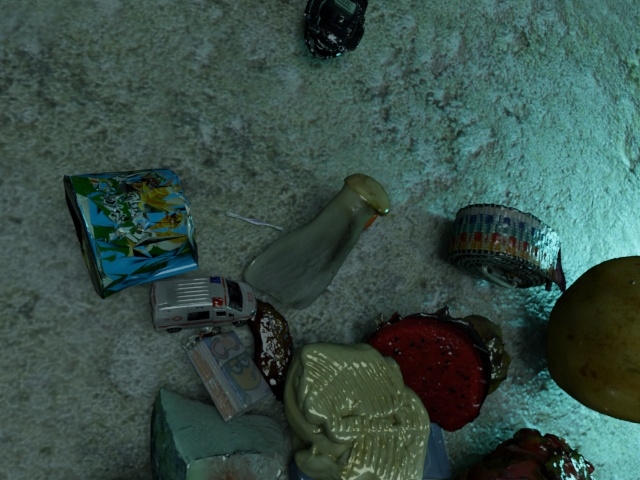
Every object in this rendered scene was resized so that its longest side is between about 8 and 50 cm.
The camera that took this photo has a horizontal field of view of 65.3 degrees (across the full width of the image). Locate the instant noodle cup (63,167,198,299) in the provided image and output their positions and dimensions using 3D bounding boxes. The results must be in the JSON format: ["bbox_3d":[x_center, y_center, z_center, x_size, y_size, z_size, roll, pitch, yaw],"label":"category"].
[{"bbox_3d":[-0.337,-0.026,0.902,0.178,0.240,0.240,-18,91,-28],"label":"instant noodle cup"}]

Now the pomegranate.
[{"bbox_3d":[0.753,0.236,1.185,0.416,0.416,0.417,2,83,-21],"label":"pomegranate"}]

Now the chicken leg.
[{"bbox_3d":[-0.109,0.223,1.045,0.105,0.063,0.234,0,82,-26],"label":"chicken leg"}]

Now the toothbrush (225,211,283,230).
[{"bbox_3d":[-0.143,-0.042,1.085,0.131,0.013,0.011,17,69,-18],"label":"toothbrush"}]

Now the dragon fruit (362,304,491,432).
[{"bbox_3d":[0.249,0.267,1.128,0.343,0.100,0.282,33,115,-12],"label":"dragon fruit"}]

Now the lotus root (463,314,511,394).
[{"bbox_3d":[0.404,0.288,1.230,0.183,0.078,0.204,40,70,-14],"label":"lotus root"}]

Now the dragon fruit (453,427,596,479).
[{"bbox_3d":[0.496,0.580,1.156,0.314,0.296,0.263,59,35,-3],"label":"dragon fruit"}]

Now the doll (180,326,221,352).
[{"bbox_3d":[-0.238,0.195,1.009,0.058,0.040,0.085,29,70,-3],"label":"doll"}]

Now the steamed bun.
[{"bbox_3d":[0.053,0.356,0.996,0.289,0.203,0.276,20,57,-1],"label":"steamed bun"}]

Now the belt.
[{"bbox_3d":[0.441,0.034,1.206,0.295,0.206,0.161,25,71,-32],"label":"belt"}]

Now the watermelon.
[{"bbox_3d":[-0.171,0.431,0.933,0.258,0.228,0.387,-27,100,-31],"label":"watermelon"}]

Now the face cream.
[{"bbox_3d":[0.120,0.484,1.095,0.385,0.086,0.136,0,70,-25],"label":"face cream"}]

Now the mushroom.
[{"bbox_3d":[0.000,0.000,1.025,0.159,0.122,0.329,30,109,-35],"label":"mushroom"}]

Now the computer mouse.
[{"bbox_3d":[0.030,-0.513,1.168,0.146,0.077,0.242,30,71,-16],"label":"computer mouse"}]

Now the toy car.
[{"bbox_3d":[-0.222,0.116,0.968,0.209,0.108,0.089,-2,58,-18],"label":"toy car"}]

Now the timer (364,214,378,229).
[{"bbox_3d":[0.082,-0.067,1.118,0.099,0.136,0.136,43,71,-18],"label":"timer"}]

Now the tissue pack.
[{"bbox_3d":[-0.173,0.257,0.961,0.065,0.115,0.155,-40,74,12],"label":"tissue pack"}]
